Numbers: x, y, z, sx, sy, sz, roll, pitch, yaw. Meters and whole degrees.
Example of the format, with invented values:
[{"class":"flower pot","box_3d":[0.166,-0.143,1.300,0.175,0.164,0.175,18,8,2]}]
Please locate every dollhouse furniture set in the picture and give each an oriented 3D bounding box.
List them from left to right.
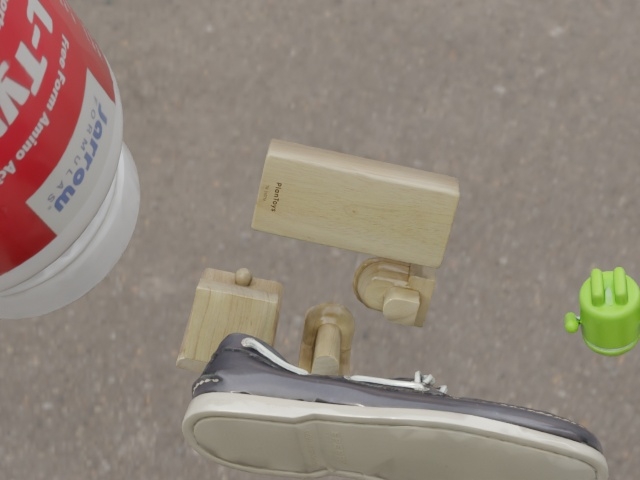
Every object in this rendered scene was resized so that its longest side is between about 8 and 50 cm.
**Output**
[{"class":"dollhouse furniture set","box_3d":[0.000,0.000,0.971,0.144,0.151,0.123,12,25,-2]}]

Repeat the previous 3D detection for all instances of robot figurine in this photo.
[{"class":"robot figurine","box_3d":[0.316,0.080,1.687,0.101,0.115,0.067,-5,48,8]}]

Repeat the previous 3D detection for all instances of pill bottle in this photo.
[{"class":"pill bottle","box_3d":[-0.261,-0.099,0.963,0.229,0.408,0.229,-5,66,12]}]

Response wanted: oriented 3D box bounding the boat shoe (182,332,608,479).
[{"class":"boat shoe","box_3d":[0.038,0.082,0.755,0.206,0.075,0.065,6,49,9]}]
